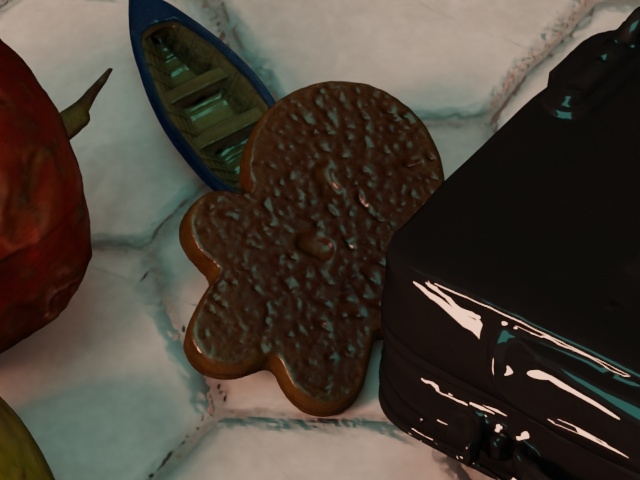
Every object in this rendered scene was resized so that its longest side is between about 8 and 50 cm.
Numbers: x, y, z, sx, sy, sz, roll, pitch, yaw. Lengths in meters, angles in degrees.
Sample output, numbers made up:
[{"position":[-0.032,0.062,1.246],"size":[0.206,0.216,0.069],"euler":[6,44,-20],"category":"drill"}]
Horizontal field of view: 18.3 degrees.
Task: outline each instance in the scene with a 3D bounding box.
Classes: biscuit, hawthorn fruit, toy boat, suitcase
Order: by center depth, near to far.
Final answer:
[{"position":[0.233,0.049,1.145],"size":[0.345,0.188,0.339],"euler":[27,45,24],"category":"suitcase"},{"position":[-0.276,-0.021,1.275],"size":[0.262,0.258,0.258],"euler":[6,53,-5],"category":"hawthorn fruit"},{"position":[0.000,0.000,1.317],"size":[0.180,0.039,0.236],"euler":[23,66,0],"category":"biscuit"},{"position":[-0.081,-0.098,1.423],"size":[0.080,0.046,0.229],"euler":[-29,54,-12],"category":"toy boat"}]

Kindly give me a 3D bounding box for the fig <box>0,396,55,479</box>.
[{"position":[-0.204,0.175,1.176],"size":[0.231,0.160,0.143],"euler":[38,42,20],"category":"fig"}]
